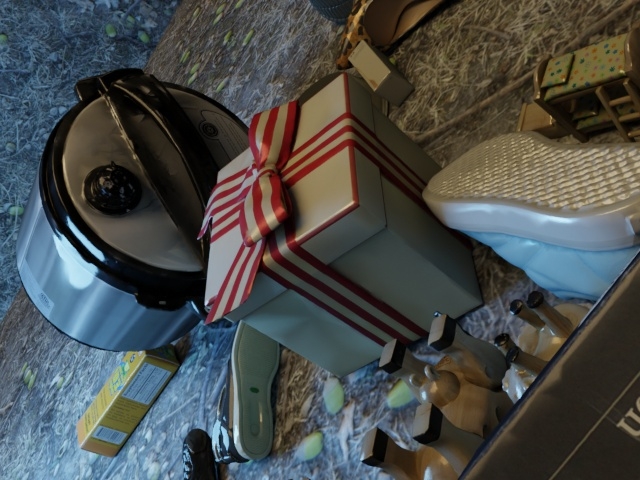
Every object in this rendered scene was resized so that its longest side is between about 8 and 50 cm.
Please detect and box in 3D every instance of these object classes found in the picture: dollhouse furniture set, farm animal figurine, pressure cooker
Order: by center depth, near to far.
[{"bbox_3d":[0.107,0.222,0.625,0.330,0.172,0.326,-24,34,56],"label":"farm animal figurine"},{"bbox_3d":[0.254,-0.110,0.737,0.182,0.101,0.160,-10,56,53],"label":"dollhouse furniture set"},{"bbox_3d":[-0.270,-0.039,1.137,0.420,0.370,0.375,-44,27,51],"label":"pressure cooker"}]

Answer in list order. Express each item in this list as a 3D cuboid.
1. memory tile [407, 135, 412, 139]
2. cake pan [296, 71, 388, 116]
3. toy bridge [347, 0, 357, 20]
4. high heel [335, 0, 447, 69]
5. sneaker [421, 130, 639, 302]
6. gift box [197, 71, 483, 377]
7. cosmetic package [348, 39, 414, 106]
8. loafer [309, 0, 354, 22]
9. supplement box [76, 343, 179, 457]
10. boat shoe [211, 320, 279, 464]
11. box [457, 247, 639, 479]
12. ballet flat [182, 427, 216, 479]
[{"bbox_3d":[0.066,-0.100,1.043,0.148,0.012,0.113,3,73,38],"label":"memory tile"},{"bbox_3d":[-0.006,-0.167,1.220,0.293,0.054,0.293,-36,38,34],"label":"cake pan"},{"bbox_3d":[0.091,-0.437,1.256,0.063,0.026,0.188,-33,-7,-34],"label":"toy bridge"},{"bbox_3d":[0.132,-0.367,1.141,0.261,0.093,0.186,-48,25,3],"label":"high heel"},{"bbox_3d":[0.212,-0.007,0.674,0.135,0.150,0.366,-33,16,-4],"label":"sneaker"},{"bbox_3d":[0.000,0.000,0.842,0.276,0.258,0.255,-36,37,24],"label":"gift box"},{"bbox_3d":[0.095,-0.266,1.133,0.041,0.060,0.115,-49,40,20],"label":"cosmetic package"},{"bbox_3d":[0.077,-0.492,1.356,0.251,0.094,0.087,-5,49,49],"label":"loafer"},{"bbox_3d":[-0.360,0.289,1.330,0.233,0.080,0.078,-52,33,9],"label":"supplement box"},{"bbox_3d":[-0.112,0.204,1.029,0.079,0.084,0.233,-30,44,39],"label":"boat shoe"},{"bbox_3d":[0.277,0.092,0.307,0.312,0.179,0.343,38,100,19],"label":"box"},{"bbox_3d":[-0.174,0.356,1.042,0.058,0.049,0.173,-9,45,0],"label":"ballet flat"}]
